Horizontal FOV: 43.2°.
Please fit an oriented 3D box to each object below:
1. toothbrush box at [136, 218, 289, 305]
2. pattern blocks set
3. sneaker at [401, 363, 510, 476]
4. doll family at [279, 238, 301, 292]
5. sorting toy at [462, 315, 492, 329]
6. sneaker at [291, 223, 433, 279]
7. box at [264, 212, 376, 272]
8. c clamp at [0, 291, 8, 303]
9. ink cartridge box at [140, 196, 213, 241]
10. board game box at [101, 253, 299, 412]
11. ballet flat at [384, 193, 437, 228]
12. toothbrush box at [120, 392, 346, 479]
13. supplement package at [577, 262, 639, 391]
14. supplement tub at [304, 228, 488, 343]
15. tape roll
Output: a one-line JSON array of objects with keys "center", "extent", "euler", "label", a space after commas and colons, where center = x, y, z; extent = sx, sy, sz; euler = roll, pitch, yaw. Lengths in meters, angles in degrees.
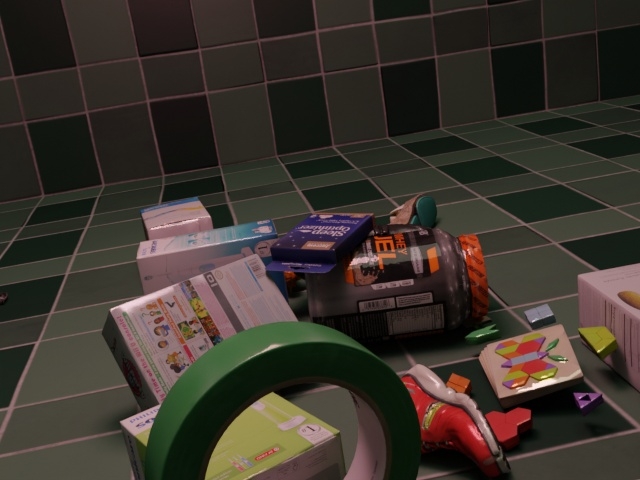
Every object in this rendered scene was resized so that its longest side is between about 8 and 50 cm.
[{"center": [-0.224, 0.094, 1.724], "extent": [0.295, 0.216, 0.126], "euler": [-11, 17, -6], "label": "toothbrush box"}, {"center": [0.342, 0.203, 1.326], "extent": [0.285, 0.026, 0.325], "euler": [-23, 20, -3], "label": "pattern blocks set"}, {"center": [0.173, 0.284, 1.185], "extent": [0.118, 0.107, 0.279], "euler": [-33, 20, -13], "label": "sneaker"}, {"center": [-0.024, 0.069, 1.933], "extent": [0.263, 0.118, 0.163], "euler": [7, 8, -12], "label": "doll family"}, {"center": [0.309, 0.158, 1.612], "extent": [0.062, 0.012, 0.083], "euler": [-13, 18, -15], "label": "sorting toy"}, {"center": [0.082, 0.027, 1.713], "extent": [0.341, 0.125, 0.139], "euler": [-8, -15, 14], "label": "sneaker"}, {"center": [0.000, 0.000, 1.533], "extent": [0.136, 0.036, 0.225], "euler": [2, 24, 27], "label": "box"}, {"center": [-0.894, 0.172, 2.119], "extent": [0.160, 0.022, 0.137], "euler": [-22, 17, -34], "label": "c clamp"}, {"center": [-0.375, 0.003, 2.153], "extent": [0.168, 0.171, 0.232], "euler": [-13, 17, -14], "label": "ink cartridge box"}, {"center": [-0.193, 0.180, 1.420], "extent": [0.303, 0.224, 0.097], "euler": [-20, -22, -34], "label": "board game box"}, {"center": [0.227, -0.049, 2.166], "extent": [0.106, 0.107, 0.316], "euler": [-9, 14, 24], "label": "ballet flat"}, {"center": [-0.126, 0.312, 1.143], "extent": [0.206, 0.122, 0.283], "euler": [-20, 22, -32], "label": "toothbrush box"}, {"center": [0.547, 0.144, 1.343], "extent": [0.139, 0.134, 0.244], "euler": [-11, 18, -7], "label": "supplement package"}, {"center": [0.145, 0.090, 1.580], "extent": [0.338, 0.207, 0.207], "euler": [-8, 17, 2], "label": "supplement tub"}, {"center": [-0.039, 0.257, 0.942], "extent": [0.321, 0.321, 0.077], "euler": [-15, 19, -21], "label": "tape roll"}]
